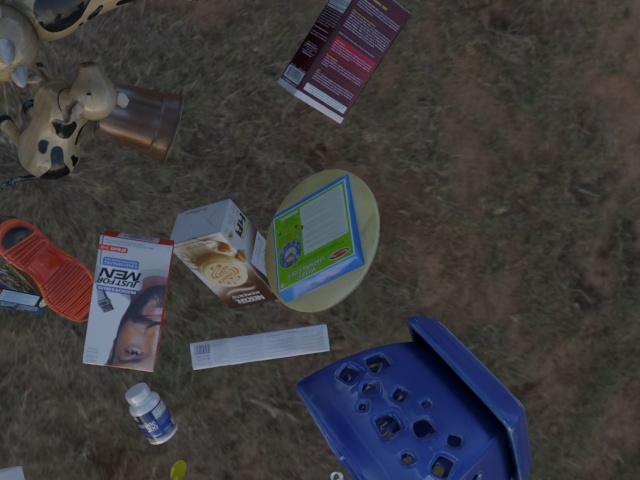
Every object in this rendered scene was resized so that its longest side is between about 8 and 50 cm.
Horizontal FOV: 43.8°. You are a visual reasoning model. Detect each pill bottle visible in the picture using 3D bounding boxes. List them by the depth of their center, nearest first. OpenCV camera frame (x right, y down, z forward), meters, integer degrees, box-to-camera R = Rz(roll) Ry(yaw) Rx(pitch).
[{"bbox_3d":[-0.349,0.353,1.630,0.067,0.067,0.120,-32,112,-15],"label":"pill bottle"}]

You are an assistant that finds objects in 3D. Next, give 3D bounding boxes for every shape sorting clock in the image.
[{"bbox_3d":[0.000,0.000,1.110,0.040,0.206,0.206,27,85,-43],"label":"shape sorting clock"}]

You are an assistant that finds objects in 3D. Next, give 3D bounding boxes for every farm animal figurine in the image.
[{"bbox_3d":[-0.267,-0.201,0.736,0.327,0.330,0.172,-44,63,0],"label":"farm animal figurine"}]

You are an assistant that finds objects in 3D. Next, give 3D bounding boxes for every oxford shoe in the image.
[{"bbox_3d":[-0.500,0.046,1.455,0.097,0.098,0.271,-45,133,-18],"label":"oxford shoe"}]

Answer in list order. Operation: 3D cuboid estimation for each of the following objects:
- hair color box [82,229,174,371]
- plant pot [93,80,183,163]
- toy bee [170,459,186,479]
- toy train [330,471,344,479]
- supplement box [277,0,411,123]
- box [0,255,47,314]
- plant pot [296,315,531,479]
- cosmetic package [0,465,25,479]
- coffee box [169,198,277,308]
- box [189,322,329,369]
[{"bbox_3d":[-0.246,0.078,1.026,0.093,0.053,0.167,8,97,-8],"label":"hair color box"},{"bbox_3d":[-0.410,-0.273,1.778,0.165,0.167,0.166,15,89,-22],"label":"plant pot"},{"bbox_3d":[-0.344,0.613,1.871,0.162,0.298,0.195,27,52,-36],"label":"toy bee"},{"bbox_3d":[0.015,0.664,1.990,0.125,0.046,0.166,43,101,-8],"label":"toy train"},{"bbox_3d":[0.043,-0.351,1.454,0.130,0.073,0.239,26,103,-41],"label":"supplement box"},{"bbox_3d":[-0.664,0.058,1.570,0.233,0.159,0.044,33,92,23],"label":"box"},{"bbox_3d":[0.136,0.255,1.029,0.212,0.236,0.236,-36,140,-10],"label":"plant pot"},{"bbox_3d":[-0.470,0.375,0.785,0.366,0.155,0.196,-18,80,7],"label":"cosmetic package"},{"bbox_3d":[-0.197,0.035,1.739,0.246,0.141,0.098,51,36,-40],"label":"coffee box"},{"bbox_3d":[-0.142,0.248,1.871,0.324,0.063,0.067,-8,88,-5],"label":"box"}]
